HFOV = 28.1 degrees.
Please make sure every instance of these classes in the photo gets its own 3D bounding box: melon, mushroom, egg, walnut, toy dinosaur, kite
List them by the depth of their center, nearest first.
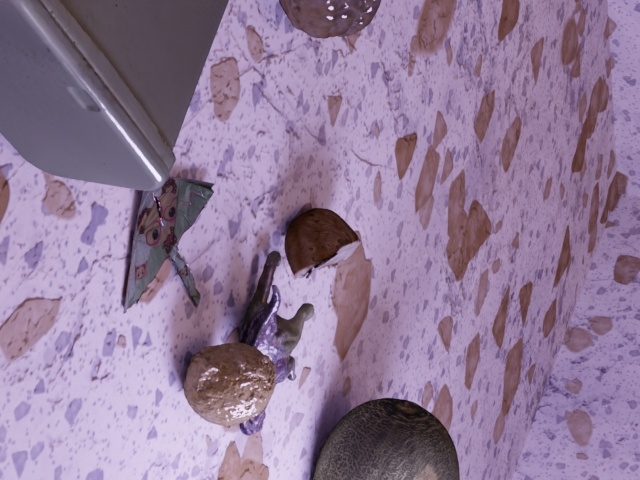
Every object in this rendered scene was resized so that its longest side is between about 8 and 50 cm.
[{"bbox_3d":[-0.188,0.010,1.608,0.229,0.012,0.250,-58,149,-31],"label":"kite"},{"bbox_3d":[-0.122,0.188,1.705,0.140,0.116,0.118,-11,134,-52],"label":"egg"},{"bbox_3d":[0.018,-0.367,1.720,0.230,0.178,0.178,90,24,-50],"label":"walnut"},{"bbox_3d":[-0.070,0.153,1.849,0.162,0.077,0.294,-58,151,-52],"label":"toy dinosaur"},{"bbox_3d":[0.001,-0.001,1.920,0.072,0.094,0.210,-52,167,20],"label":"mushroom"},{"bbox_3d":[0.106,0.425,2.154,0.248,0.249,0.329,-12,114,-64],"label":"melon"}]

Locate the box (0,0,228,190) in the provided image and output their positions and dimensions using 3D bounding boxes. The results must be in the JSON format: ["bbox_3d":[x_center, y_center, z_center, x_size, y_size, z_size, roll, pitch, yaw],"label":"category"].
[{"bbox_3d":[-0.223,-0.284,1.219,0.352,0.177,0.343,57,46,-57],"label":"box"}]
